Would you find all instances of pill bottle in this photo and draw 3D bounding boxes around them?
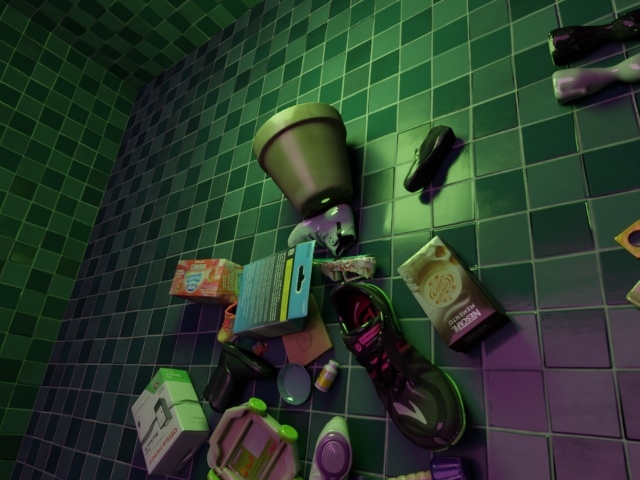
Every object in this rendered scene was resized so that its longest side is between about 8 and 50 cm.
[{"bbox_3d":[0.021,0.382,1.220,0.043,0.043,0.083,27,87,45],"label":"pill bottle"}]

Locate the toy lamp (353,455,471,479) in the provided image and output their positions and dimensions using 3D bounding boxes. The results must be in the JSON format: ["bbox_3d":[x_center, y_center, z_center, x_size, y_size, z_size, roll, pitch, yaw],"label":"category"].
[{"bbox_3d":[0.201,0.539,0.962,0.274,0.080,0.080,-31,51,30],"label":"toy lamp"}]

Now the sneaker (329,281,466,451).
[{"bbox_3d":[0.151,0.285,1.042,0.185,0.202,0.483,-49,45,12],"label":"sneaker"}]

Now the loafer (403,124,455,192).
[{"bbox_3d":[0.308,-0.240,1.266,0.078,0.076,0.223,29,85,51],"label":"loafer"}]

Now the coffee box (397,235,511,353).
[{"bbox_3d":[0.317,0.128,1.049,0.141,0.098,0.247,-44,47,16],"label":"coffee box"}]

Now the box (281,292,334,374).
[{"bbox_3d":[-0.052,0.291,1.348,0.164,0.021,0.201,-40,48,19],"label":"box"}]

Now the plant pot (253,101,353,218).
[{"bbox_3d":[-0.027,-0.239,1.428,0.323,0.323,0.281,-33,67,25],"label":"plant pot"}]

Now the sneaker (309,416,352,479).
[{"bbox_3d":[0.029,0.594,1.077,0.114,0.152,0.306,12,95,5],"label":"sneaker"}]

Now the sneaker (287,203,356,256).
[{"bbox_3d":[0.000,0.000,1.392,0.255,0.094,0.151,-31,45,23],"label":"sneaker"}]

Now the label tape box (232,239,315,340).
[{"bbox_3d":[-0.121,0.168,1.379,0.347,0.115,0.250,-20,53,38],"label":"label tape box"}]

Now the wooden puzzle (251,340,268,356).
[{"bbox_3d":[-0.210,0.370,1.457,0.083,0.006,0.049,-44,47,15],"label":"wooden puzzle"}]

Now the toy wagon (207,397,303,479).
[{"bbox_3d":[-0.159,0.624,1.197,0.344,0.068,0.267,32,97,22],"label":"toy wagon"}]

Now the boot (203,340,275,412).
[{"bbox_3d":[-0.269,0.465,1.400,0.246,0.094,0.207,15,84,40],"label":"boot"}]

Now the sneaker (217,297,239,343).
[{"bbox_3d":[-0.313,0.276,1.533,0.209,0.094,0.081,-53,46,9],"label":"sneaker"}]

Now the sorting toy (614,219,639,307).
[{"bbox_3d":[0.698,0.078,0.775,0.196,0.047,0.347,-53,45,7],"label":"sorting toy"}]

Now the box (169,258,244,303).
[{"bbox_3d":[-0.417,0.162,1.644,0.299,0.154,0.142,-3,67,39],"label":"box"}]

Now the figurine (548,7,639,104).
[{"bbox_3d":[0.676,-0.444,1.039,0.209,0.092,0.215,-8,65,34],"label":"figurine"}]

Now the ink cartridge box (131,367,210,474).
[{"bbox_3d":[-0.535,0.634,1.526,0.211,0.121,0.289,-53,45,8],"label":"ink cartridge box"}]

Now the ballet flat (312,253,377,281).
[{"bbox_3d":[0.066,0.086,1.309,0.240,0.091,0.077,-6,87,43],"label":"ballet flat"}]

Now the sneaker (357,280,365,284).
[{"bbox_3d":[0.086,0.154,1.261,0.098,0.069,0.038,-56,45,4],"label":"sneaker"}]

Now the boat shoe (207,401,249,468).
[{"bbox_3d":[-0.248,0.599,1.323,0.095,0.079,0.255,39,99,43],"label":"boat shoe"}]

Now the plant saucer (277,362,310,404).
[{"bbox_3d":[-0.074,0.424,1.282,0.119,0.021,0.120,-5,80,31],"label":"plant saucer"}]
